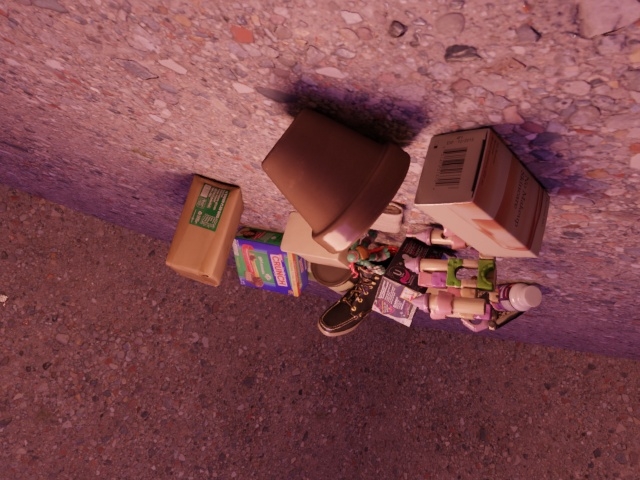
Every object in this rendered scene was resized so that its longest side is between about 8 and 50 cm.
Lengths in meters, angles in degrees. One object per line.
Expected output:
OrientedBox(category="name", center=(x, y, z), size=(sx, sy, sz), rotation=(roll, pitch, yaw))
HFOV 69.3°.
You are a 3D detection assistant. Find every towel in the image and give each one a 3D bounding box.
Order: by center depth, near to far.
OrientedBox(category="towel", center=(0.110, -0.087, 1.402), size=(0.282, 0.049, 0.187), rotation=(12, 168, 11))

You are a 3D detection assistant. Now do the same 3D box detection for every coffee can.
OrientedBox(category="coffee can", center=(0.104, 0.130, 1.969), size=(0.201, 0.201, 0.275), rotation=(9, 166, 28))

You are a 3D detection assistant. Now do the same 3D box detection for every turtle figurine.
OrientedBox(category="turtle figurine", center=(0.148, 0.035, 1.536), size=(0.118, 0.175, 0.234), rotation=(-22, 178, 26))

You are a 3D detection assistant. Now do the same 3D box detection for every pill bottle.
OrientedBox(category="pill bottle", center=(0.753, 0.219, 1.789), size=(0.108, 0.108, 0.193), rotation=(19, 166, -13))

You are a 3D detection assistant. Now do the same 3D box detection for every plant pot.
OrientedBox(category="plant pot", center=(0.014, -0.142, 0.940), size=(0.229, 0.263, 0.263), rotation=(38, 162, -10))

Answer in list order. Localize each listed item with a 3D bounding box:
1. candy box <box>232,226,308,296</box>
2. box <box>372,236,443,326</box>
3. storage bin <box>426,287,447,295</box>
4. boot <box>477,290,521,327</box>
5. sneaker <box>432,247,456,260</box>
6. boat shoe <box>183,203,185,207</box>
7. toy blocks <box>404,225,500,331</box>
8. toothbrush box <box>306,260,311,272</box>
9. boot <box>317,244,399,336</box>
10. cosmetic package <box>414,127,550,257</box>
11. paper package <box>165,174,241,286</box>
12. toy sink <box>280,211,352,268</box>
OrientedBox(category="candy box", center=(-0.228, 0.096, 2.110), size=(0.317, 0.122, 0.268), rotation=(8, 124, 23))
OrientedBox(category="box", center=(0.289, 0.132, 1.540), size=(0.142, 0.247, 0.163), rotation=(25, 130, 16))
OrientedBox(category="storage bin", center=(0.508, 0.274, 2.282), size=(0.262, 0.123, 0.260), rotation=(13, 167, 8))
OrientedBox(category="boot", center=(0.757, 0.251, 1.945), size=(0.178, 0.236, 0.085), rotation=(56, 168, 30))
OrientedBox(category="sneaker", center=(0.394, 0.073, 1.660), size=(0.080, 0.081, 0.211), rotation=(27, 162, -34))
OrientedBox(category="boat shoe", center=(-0.519, -0.069, 2.086), size=(0.108, 0.102, 0.301), rotation=(10, 166, 22))
OrientedBox(category="toy blocks", center=(0.370, 0.099, 1.349), size=(0.260, 0.289, 0.309), rotation=(1, 164, 28))
OrientedBox(category="toothbrush box", center=(-0.051, 0.120, 2.290), size=(0.206, 0.122, 0.283), rotation=(12, 166, 20))
OrientedBox(category="boot", center=(0.156, 0.189, 1.771), size=(0.138, 0.377, 0.284), rotation=(49, 151, 34))
OrientedBox(category="cosmetic package", center=(0.334, -0.082, 0.930), size=(0.129, 0.153, 0.296), rotation=(3, 163, 47))
OrientedBox(category="paper package", center=(-0.400, -0.023, 1.647), size=(0.168, 0.325, 0.309), rotation=(17, 168, -4))
OrientedBox(category="toy sink", center=(0.000, 0.000, 1.662), size=(0.234, 0.153, 0.131), rotation=(8, 165, 28))
